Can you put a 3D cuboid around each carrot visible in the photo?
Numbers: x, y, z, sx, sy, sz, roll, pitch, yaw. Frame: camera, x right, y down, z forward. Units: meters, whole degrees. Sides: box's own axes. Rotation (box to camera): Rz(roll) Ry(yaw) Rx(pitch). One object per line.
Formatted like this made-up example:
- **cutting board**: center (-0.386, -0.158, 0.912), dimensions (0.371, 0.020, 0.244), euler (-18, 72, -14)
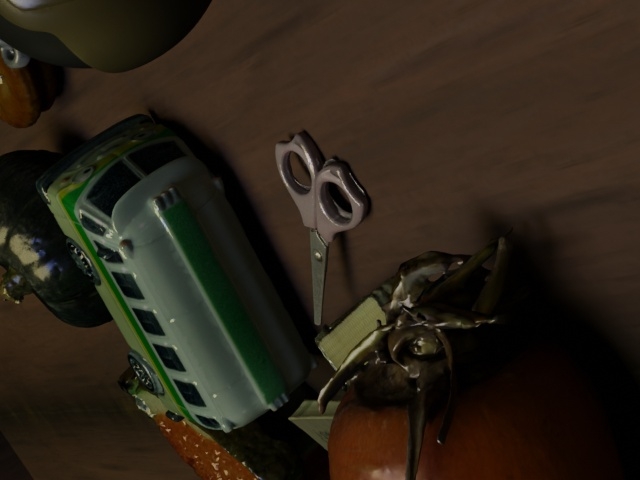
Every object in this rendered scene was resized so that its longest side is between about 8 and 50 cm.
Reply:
- **carrot**: center (0.103, 0.164, 1.230), dimensions (0.193, 0.214, 0.331), euler (-5, 102, 53)

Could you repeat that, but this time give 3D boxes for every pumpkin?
- **pumpkin**: center (-0.279, 0.000, 1.892), dimensions (0.211, 0.152, 0.211), euler (49, 164, 19)

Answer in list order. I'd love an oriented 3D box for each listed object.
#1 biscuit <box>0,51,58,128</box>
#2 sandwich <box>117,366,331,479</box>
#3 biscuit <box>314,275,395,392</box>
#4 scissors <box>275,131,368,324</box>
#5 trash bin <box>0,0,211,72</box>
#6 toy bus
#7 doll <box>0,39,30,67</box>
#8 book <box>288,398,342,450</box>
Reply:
- **biscuit**: center (-0.340, -0.213, 1.820), dimensions (0.220, 0.066, 0.220), euler (42, 157, 23)
- **sandwich**: center (-0.071, 0.197, 1.821), dimensions (0.212, 0.109, 0.292), euler (54, 163, -16)
- **biscuit**: center (0.060, 0.101, 1.474), dimensions (0.121, 0.040, 0.199), euler (52, 161, 2)
- **scissors**: center (0.000, 0.000, 1.444), dimensions (0.100, 0.015, 0.189), euler (37, 144, 33)
- **trash bin**: center (-0.181, -0.266, 1.190), dimensions (0.214, 0.214, 0.333), euler (24, 141, 53)
- **toy bus**: center (-0.123, 0.034, 1.636), dimensions (0.165, 0.134, 0.276), euler (18, 140, 59)
- **doll**: center (-0.347, -0.279, 1.667), dimensions (0.316, 0.145, 0.103), euler (55, -159, 18)
- **book**: center (0.107, 0.199, 1.476), dimensions (0.215, 0.025, 0.283), euler (41, 161, -12)
